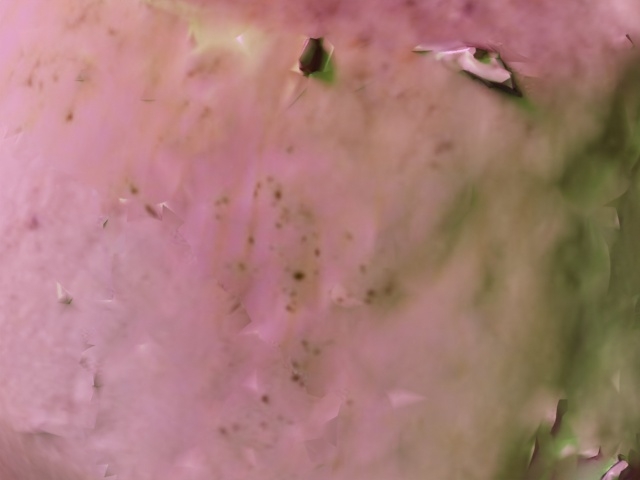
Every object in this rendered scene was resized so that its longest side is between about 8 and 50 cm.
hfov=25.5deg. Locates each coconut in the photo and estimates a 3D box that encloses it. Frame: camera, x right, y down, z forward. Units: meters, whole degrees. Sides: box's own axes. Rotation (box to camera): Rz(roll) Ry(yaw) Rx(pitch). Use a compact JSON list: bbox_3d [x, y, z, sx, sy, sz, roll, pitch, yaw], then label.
[{"bbox_3d":[0.000,0.000,0.492,0.352,0.352,0.353,-15,58,25],"label":"coconut"}]
